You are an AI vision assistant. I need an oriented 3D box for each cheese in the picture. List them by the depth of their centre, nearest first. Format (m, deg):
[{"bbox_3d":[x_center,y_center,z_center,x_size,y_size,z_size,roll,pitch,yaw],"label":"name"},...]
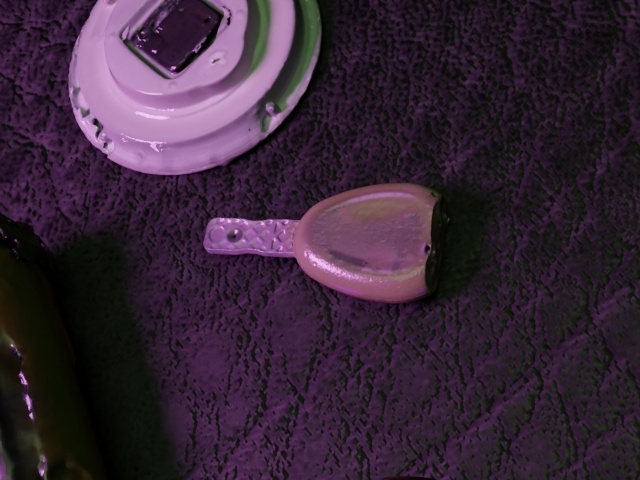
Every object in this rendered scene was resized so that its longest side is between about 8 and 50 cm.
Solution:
[{"bbox_3d":[0.000,0.000,0.963,0.192,0.037,0.097,1,66,19],"label":"cheese"}]

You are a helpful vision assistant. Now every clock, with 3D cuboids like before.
[{"bbox_3d":[-0.117,-0.170,1.070,0.236,0.053,0.236,-7,63,15],"label":"clock"}]

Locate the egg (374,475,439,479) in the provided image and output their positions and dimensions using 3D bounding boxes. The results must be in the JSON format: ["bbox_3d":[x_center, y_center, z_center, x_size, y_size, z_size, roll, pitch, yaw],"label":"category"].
[{"bbox_3d":[0.041,0.258,0.758,0.169,0.169,0.231,13,81,23],"label":"egg"}]

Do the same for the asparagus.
[{"bbox_3d":[-0.221,0.158,0.926,0.128,0.108,0.382,-25,63,4],"label":"asparagus"}]
